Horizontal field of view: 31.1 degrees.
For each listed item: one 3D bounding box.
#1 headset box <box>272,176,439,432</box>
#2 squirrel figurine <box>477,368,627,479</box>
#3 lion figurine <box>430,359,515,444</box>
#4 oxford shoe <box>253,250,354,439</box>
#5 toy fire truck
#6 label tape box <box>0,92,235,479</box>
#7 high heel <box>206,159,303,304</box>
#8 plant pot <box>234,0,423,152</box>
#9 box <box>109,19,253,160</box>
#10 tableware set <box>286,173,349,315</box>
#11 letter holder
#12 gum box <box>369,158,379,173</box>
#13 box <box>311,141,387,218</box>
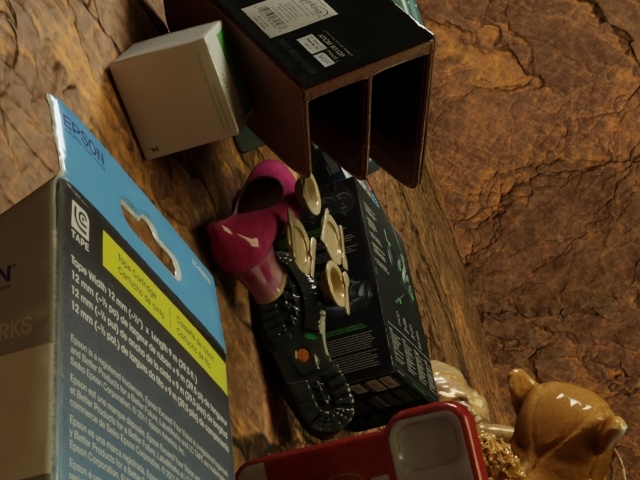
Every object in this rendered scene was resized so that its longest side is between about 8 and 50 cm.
[{"bbox_3d":[0.042,0.081,1.503,0.246,0.131,0.283,45,31,-64],"label":"headset box"},{"bbox_3d":[0.258,0.363,1.537,0.397,0.370,0.281,18,9,-46],"label":"squirrel figurine"},{"bbox_3d":[0.217,0.384,1.797,0.142,0.240,0.392,80,11,-80],"label":"lion figurine"},{"bbox_3d":[-0.030,0.123,1.317,0.096,0.083,0.227,109,-32,-66],"label":"oxford shoe"},{"bbox_3d":[0.039,0.303,0.946,0.169,0.254,0.302,31,44,-71],"label":"toy fire truck"},{"bbox_3d":[-0.147,0.122,0.713,0.249,0.115,0.347,57,19,-53],"label":"label tape box"},{"bbox_3d":[-0.082,-0.044,1.287,0.117,0.082,0.244,56,26,-33],"label":"high heel"},{"bbox_3d":[0.002,-0.274,1.497,0.248,0.252,0.247,-41,115,-75],"label":"plant pot"},{"bbox_3d":[-0.132,-0.146,1.110,0.087,0.102,0.101,-70,144,-66],"label":"box"},{"bbox_3d":[0.000,0.000,1.313,0.168,0.020,0.141,54,28,-45],"label":"tableware set"},{"bbox_3d":[-0.032,-0.180,1.222,0.302,0.152,0.214,48,-27,36],"label":"letter holder"},{"bbox_3d":[0.054,-0.193,1.930,0.184,0.041,0.157,109,-45,-85],"label":"gum box"},{"bbox_3d":[0.048,-0.074,1.823,0.233,0.044,0.159,64,13,-1],"label":"box"}]
